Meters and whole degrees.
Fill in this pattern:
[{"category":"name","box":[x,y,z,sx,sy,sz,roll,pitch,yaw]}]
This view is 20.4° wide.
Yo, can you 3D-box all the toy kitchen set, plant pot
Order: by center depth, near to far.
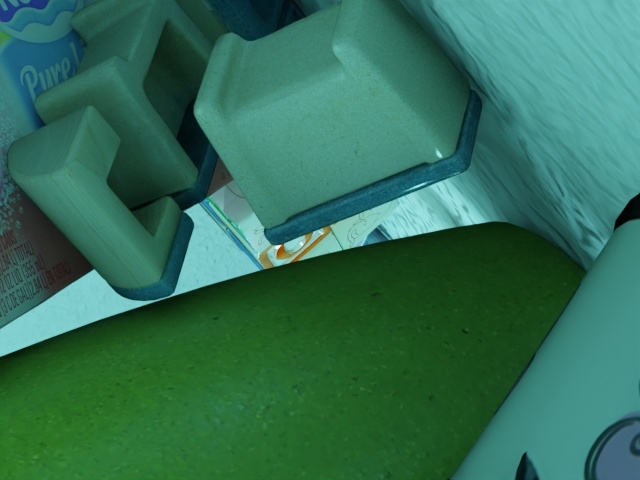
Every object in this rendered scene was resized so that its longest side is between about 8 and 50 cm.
[{"category":"toy kitchen set","box":[-0.004,-0.065,0.695,0.122,0.166,0.207,51,-148,-30]},{"category":"plant pot","box":[-0.012,0.124,0.700,0.275,0.293,0.275,48,158,27]}]

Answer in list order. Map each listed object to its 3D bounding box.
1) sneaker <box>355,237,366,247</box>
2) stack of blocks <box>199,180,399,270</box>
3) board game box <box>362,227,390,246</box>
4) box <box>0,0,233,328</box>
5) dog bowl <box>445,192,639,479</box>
[{"category":"sneaker","box":[-0.067,-0.076,1.142,0.236,0.095,0.104,48,-176,-11]},{"category":"stack of blocks","box":[-0.095,-0.119,0.974,0.297,0.087,0.171,47,176,22]},{"category":"board game box","box":[0.000,0.000,1.219,0.090,0.020,0.090,-8,-141,-37]},{"category":"box","box":[-0.158,-0.040,0.746,0.142,0.154,0.300,66,-151,-7]},{"category":"dog bowl","box":[0.175,0.184,0.481,0.408,0.150,0.408,49,177,3]}]
